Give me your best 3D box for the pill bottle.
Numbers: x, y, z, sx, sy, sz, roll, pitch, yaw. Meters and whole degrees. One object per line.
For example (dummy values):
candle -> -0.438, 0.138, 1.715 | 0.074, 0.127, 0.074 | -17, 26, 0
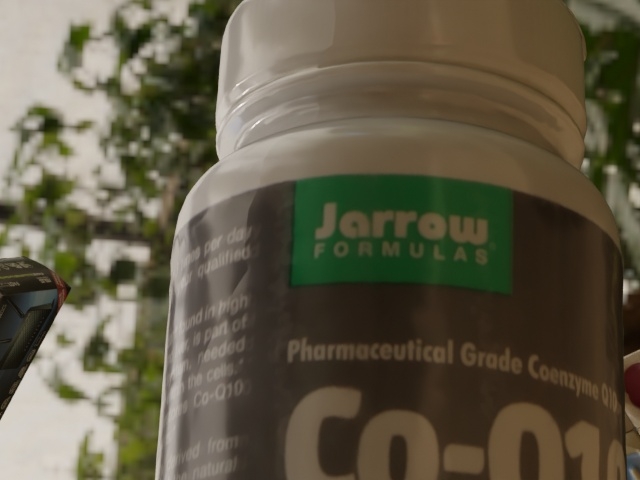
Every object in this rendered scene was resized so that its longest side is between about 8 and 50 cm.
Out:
pill bottle -> 0.031, 0.074, 0.775 | 0.204, 0.204, 0.361 | 100, 172, -68

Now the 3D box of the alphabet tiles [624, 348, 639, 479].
alphabet tiles -> 0.187, 0.224, 1.504 | 0.285, 0.342, 0.011 | 59, -150, -2

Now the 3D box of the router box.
router box -> -0.201, 0.070, 1.016 | 0.122, 0.038, 0.092 | -61, -14, 10

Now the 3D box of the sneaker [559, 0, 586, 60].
sneaker -> 0.144, -0.193, 1.672 | 0.115, 0.232, 0.090 | -34, 51, 34
